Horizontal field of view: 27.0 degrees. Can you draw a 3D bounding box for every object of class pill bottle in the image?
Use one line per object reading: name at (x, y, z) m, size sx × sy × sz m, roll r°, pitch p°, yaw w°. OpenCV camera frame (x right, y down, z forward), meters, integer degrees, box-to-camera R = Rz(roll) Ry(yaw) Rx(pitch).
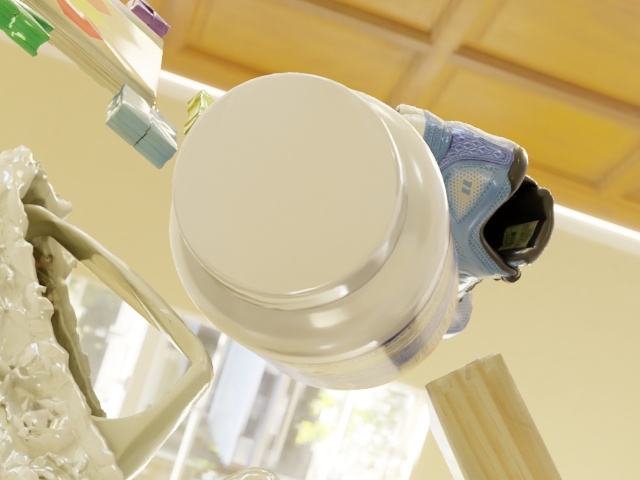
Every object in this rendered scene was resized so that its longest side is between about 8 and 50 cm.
pill bottle at (0.000, 0.000, 0.761) m, size 0.272 × 0.152 × 0.152 m, roll 55°, pitch -129°, yaw -75°

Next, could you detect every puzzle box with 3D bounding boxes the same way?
puzzle box at (0.176, 0.280, 0.846) m, size 0.272 × 0.052 × 0.409 m, roll 71°, pitch 174°, yaw -76°

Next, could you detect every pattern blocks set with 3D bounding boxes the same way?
pattern blocks set at (-0.168, -0.158, 0.939) m, size 0.026 × 0.285 × 0.325 m, roll -45°, pitch 10°, yaw 12°

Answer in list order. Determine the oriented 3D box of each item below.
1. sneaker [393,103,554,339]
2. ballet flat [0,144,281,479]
sneaker at (0.127, 0.009, 1.185) m, size 0.330 × 0.147 × 0.130 m, roll 80°, pitch -156°, yaw -63°
ballet flat at (-0.092, 0.105, 0.592) m, size 0.409 × 0.147 × 0.147 m, roll 53°, pitch 141°, yaw 27°
